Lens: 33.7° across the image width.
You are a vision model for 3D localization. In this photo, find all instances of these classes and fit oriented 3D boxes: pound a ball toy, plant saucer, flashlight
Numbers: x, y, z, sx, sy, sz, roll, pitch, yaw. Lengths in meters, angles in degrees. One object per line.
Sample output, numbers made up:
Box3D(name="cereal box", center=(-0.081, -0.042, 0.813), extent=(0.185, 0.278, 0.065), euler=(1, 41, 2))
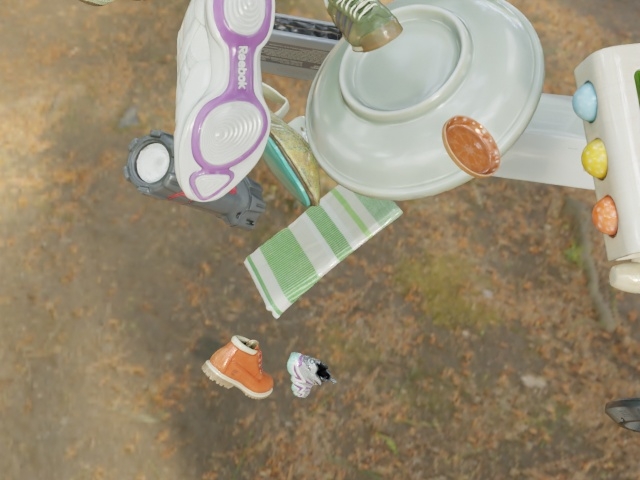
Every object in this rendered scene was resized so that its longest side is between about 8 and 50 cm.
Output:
Box3D(name="pound a ball toy", center=(0.416, -0.086, 1.454), extent=(0.136, 0.208, 0.319), euler=(-7, 84, -6))
Box3D(name="plant saucer", center=(0.143, -0.257, 1.654), extent=(0.401, 0.100, 0.400), euler=(-13, 57, 20))
Box3D(name="plant saucer", center=(0.175, -0.109, 1.239), extent=(0.084, 0.013, 0.083), euler=(18, 53, -26))
Box3D(name="flashlight", center=(-0.190, -0.096, 1.688), extent=(0.103, 0.103, 0.304), euler=(39, 10, 23))

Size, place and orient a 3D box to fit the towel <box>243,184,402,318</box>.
Box3D(name="towel", center=(0.000, 0.000, 2.139), extent=(0.325, 0.038, 0.248), euler=(-39, 29, 3))

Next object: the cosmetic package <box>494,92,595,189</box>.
Box3D(name="cosmetic package", center=(0.382, -0.195, 1.929), extent=(0.377, 0.097, 0.284), euler=(10, 26, 21))

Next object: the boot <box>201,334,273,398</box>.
Box3D(name="boot", center=(-0.113, 0.204, 1.710), extent=(0.059, 0.084, 0.158), euler=(41, 5, 38))

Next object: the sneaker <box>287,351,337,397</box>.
Box3D(name="sneaker", center=(-0.008, 0.203, 1.543), extent=(0.069, 0.098, 0.038), euler=(8, 55, 18))

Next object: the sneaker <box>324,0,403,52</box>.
Box3D(name="sneaker", center=(0.043, -0.302, 1.382), extent=(0.064, 0.086, 0.192), euler=(-34, 21, -1))

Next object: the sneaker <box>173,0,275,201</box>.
Box3D(name="sneaker", center=(-0.131, -0.202, 1.368), extent=(0.114, 0.305, 0.152), euler=(9, 5, -27))

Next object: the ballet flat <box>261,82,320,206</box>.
Box3D(name="ballet flat", center=(-0.084, -0.200, 1.893), extent=(0.123, 0.123, 0.348), euler=(-22, 52, -34))

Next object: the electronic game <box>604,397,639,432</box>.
Box3D(name="electronic game", center=(0.552, 0.270, 1.614), extent=(0.229, 0.229, 0.048), euler=(10, 75, -3))

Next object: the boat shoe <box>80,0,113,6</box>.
Box3D(name="boat shoe", center=(-0.212, -0.299, 1.142), extent=(0.072, 0.068, 0.190), euler=(-22, 8, 23))

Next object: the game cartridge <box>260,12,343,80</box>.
Box3D(name="game cartridge", center=(-0.048, -0.404, 2.229), extent=(0.297, 0.198, 0.062), euler=(9, 77, -3))
